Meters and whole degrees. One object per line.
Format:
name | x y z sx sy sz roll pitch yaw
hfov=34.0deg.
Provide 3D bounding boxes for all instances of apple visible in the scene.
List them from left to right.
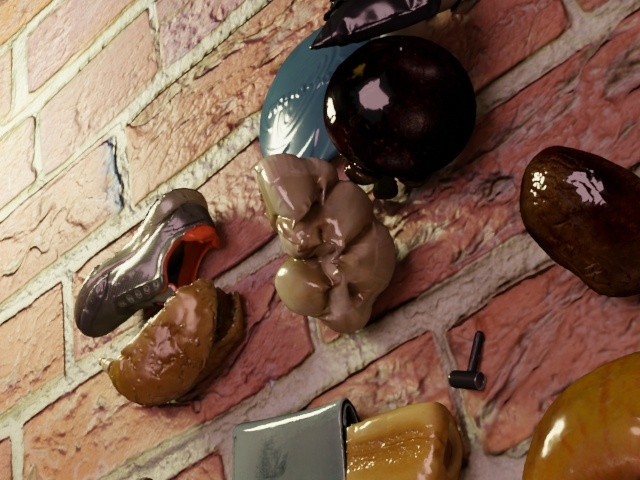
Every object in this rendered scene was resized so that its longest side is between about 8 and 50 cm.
apple | 0.359 0.259 1.069 0.299 0.275 0.299 -7 78 34

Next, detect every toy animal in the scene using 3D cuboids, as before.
toy animal | 0.149 -0.334 1.679 0.127 0.131 0.182 15 88 13

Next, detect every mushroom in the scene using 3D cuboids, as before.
mushroom | 0.329 -0.018 1.271 0.231 0.194 0.138 29 91 57

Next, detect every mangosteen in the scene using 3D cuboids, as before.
mangosteen | 0.113 -0.171 1.547 0.228 0.228 0.265 52 140 43

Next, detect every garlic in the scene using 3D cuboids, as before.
garlic | 0.017 0.002 1.530 0.203 0.184 0.281 -145 44 -80

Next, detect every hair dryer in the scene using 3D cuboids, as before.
hair dryer | 0.205 0.162 1.421 0.047 0.026 0.083 0 67 42

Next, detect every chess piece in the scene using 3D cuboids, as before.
chess piece | -0.384 0.235 1.928 0.092 0.035 0.035 17 83 50

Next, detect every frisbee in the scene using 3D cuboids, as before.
frisbee | -0.021 -0.246 1.781 0.289 0.049 0.289 -26 54 41

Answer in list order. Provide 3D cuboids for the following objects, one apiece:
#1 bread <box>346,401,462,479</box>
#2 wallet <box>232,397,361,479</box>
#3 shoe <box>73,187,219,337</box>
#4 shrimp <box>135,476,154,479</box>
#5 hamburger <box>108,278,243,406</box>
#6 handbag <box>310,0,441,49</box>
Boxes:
bread | 0.113 0.292 1.400 0.173 0.085 0.134 -19 56 38
wallet | -0.039 0.390 1.520 0.251 0.054 0.290 -19 64 41
shoe | -0.292 0.077 1.863 0.336 0.132 0.171 -49 55 11
shrimp | -0.420 0.534 1.738 0.410 0.166 0.221 -45 73 24
hamburger | -0.242 0.188 1.751 0.262 0.124 0.131 -45 47 19
handbag | 0.092 -0.361 1.567 0.211 0.089 0.254 -20 23 20
